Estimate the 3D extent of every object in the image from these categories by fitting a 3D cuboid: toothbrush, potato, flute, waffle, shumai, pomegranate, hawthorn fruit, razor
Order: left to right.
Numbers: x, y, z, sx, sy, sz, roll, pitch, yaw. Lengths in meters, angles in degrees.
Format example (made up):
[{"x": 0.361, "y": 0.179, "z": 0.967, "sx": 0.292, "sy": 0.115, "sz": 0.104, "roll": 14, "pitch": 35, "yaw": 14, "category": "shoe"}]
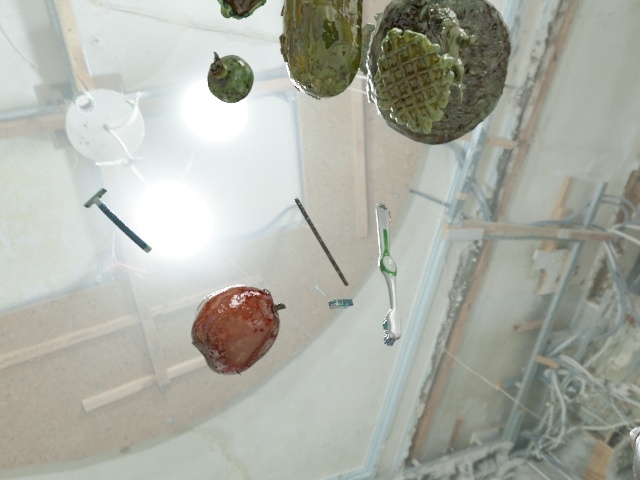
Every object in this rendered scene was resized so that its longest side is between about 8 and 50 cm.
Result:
[{"x": -0.490, "y": -0.040, "z": 1.259, "sx": 0.068, "sy": 0.037, "sz": 0.191, "roll": -42, "pitch": -79, "yaw": 1, "category": "razor"}, {"x": -0.231, "y": -0.404, "z": 1.259, "sx": 0.122, "sy": 0.122, "sz": 0.161, "roll": -56, "pitch": -22, "yaw": 2, "category": "pomegranate"}, {"x": -0.166, "y": 0.180, "z": 1.091, "sx": 0.202, "sy": 0.185, "sz": 0.185, "roll": -28, "pitch": -55, "yaw": 1, "category": "hawthorn fruit"}, {"x": 0.000, "y": 0.000, "z": 1.292, "sx": 0.014, "sy": 0.269, "sz": 0.014, "roll": -28, "pitch": -17, "yaw": -9, "category": "flute"}, {"x": 0.003, "y": -0.391, "z": 0.890, "sx": 0.141, "sy": 0.176, "sz": 0.298, "roll": 1, "pitch": -104, "yaw": 3, "category": "potato"}, {"x": 0.147, "y": 0.048, "z": 1.121, "sx": 0.042, "sy": 0.417, "sz": 0.040, "roll": 17, "pitch": -47, "yaw": -13, "category": "toothbrush"}, {"x": 0.170, "y": -0.295, "z": 0.956, "sx": 0.036, "sy": 0.169, "sz": 0.183, "roll": -33, "pitch": -32, "yaw": -30, "category": "waffle"}, {"x": 0.280, "y": -0.477, "z": 1.352, "sx": 0.396, "sy": 0.348, "sz": 0.394, "roll": -2, "pitch": -58, "yaw": -2, "category": "shumai"}]

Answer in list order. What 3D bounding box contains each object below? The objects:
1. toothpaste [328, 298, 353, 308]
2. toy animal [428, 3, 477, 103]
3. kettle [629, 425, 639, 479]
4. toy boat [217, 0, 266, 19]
[{"x": 0.044, "y": 0.135, "z": 1.089, "sx": 0.020, "sy": 0.017, "sz": 0.083, "roll": -23, "pitch": -15, "yaw": 23, "category": "toothpaste"}, {"x": 0.254, "y": -0.363, "z": 0.977, "sx": 0.069, "sy": 0.086, "sz": 0.219, "roll": -2, "pitch": -105, "yaw": -10, "category": "toy animal"}, {"x": 0.584, "y": 0.349, "z": 0.676, "sx": 0.255, "sy": 0.240, "sz": 0.165, "roll": 27, "pitch": -88, "yaw": 3, "category": "kettle"}, {"x": -0.111, "y": -0.610, "z": 1.164, "sx": 0.293, "sy": 0.099, "sz": 0.108, "roll": -22, "pitch": -32, "yaw": 25, "category": "toy boat"}]
